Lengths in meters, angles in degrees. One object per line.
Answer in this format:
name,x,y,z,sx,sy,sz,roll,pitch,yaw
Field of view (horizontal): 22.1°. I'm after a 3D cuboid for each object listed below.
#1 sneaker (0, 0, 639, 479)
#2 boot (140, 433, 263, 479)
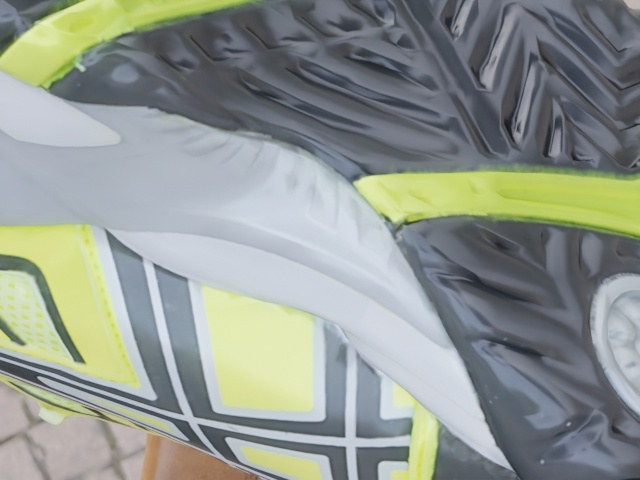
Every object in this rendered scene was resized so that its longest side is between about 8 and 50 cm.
sneaker,0.000,0.000,0.424,0.385,0.147,0.145,36,48,-12
boot,0.032,0.081,0.782,0.264,0.280,0.096,2,14,2
